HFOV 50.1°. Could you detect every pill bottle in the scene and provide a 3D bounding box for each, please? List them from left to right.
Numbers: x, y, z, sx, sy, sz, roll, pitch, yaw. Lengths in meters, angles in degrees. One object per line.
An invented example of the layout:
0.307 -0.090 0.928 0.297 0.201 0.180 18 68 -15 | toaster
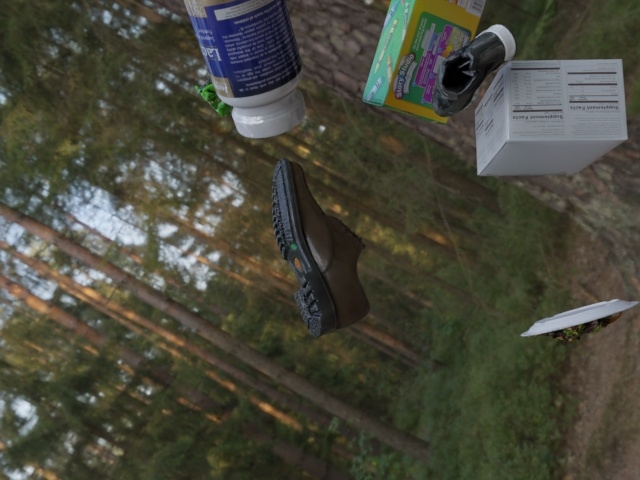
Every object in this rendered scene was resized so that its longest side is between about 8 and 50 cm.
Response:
-0.113 -0.309 1.102 0.153 0.153 0.264 -62 -35 -45 | pill bottle

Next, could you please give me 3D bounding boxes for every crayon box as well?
0.205 -0.382 1.336 0.081 0.165 0.278 33 110 56 | crayon box

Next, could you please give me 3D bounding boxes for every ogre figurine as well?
-0.191 -0.327 1.471 0.118 0.097 0.197 -42 -23 1 | ogre figurine

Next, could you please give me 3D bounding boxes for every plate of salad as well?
0.441 0.142 1.160 0.200 0.200 0.048 107 147 -81 | plate of salad

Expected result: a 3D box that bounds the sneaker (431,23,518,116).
0.229 -0.270 1.154 0.106 0.078 0.234 -31 -7 -24 | sneaker

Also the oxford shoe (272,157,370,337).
0.000 0.000 0.845 0.096 0.227 0.083 -14 -13 -20 | oxford shoe

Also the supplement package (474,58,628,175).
0.415 -0.218 1.273 0.262 0.204 0.145 77 -167 -83 | supplement package
